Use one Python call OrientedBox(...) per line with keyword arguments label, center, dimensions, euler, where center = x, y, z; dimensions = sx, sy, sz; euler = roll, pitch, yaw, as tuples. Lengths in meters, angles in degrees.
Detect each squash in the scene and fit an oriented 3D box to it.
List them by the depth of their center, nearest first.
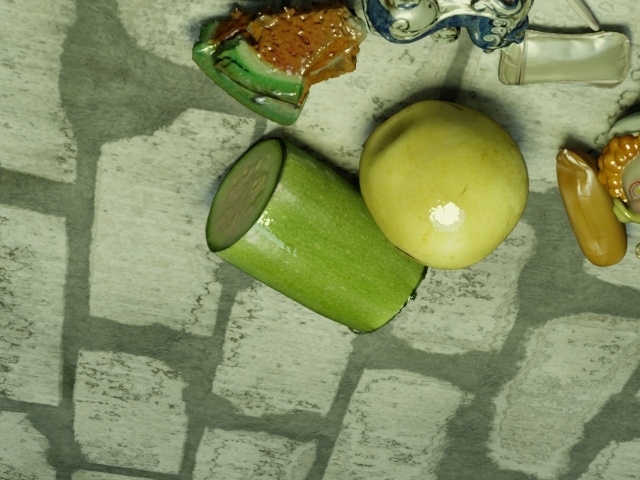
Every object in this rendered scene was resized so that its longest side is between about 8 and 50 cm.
OrientedBox(label="squash", center=(0.000, 0.000, 2.185), dimensions=(0.384, 0.263, 0.263), euler=(32, 129, -26))

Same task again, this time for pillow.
OrientedBox(label="pillow", center=(0.432, -0.322, 1.980), dimensions=(0.232, 0.038, 0.131), euler=(0, 137, 6))

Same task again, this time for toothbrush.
OrientedBox(label="toothbrush", center=(0.378, -0.451, 1.867), dimensions=(0.029, 0.025, 0.307), euler=(-24, 129, 36))

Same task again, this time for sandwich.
OrientedBox(label="sandwich", center=(-0.048, -0.310, 1.946), dimensions=(0.301, 0.162, 0.250), euler=(-26, 132, 30))

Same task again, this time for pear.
OrientedBox(label="pear", center=(0.224, -0.107, 2.042), dimensions=(0.309, 0.309, 0.309), euler=(2, 135, 2))

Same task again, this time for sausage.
OrientedBox(label="sausage", center=(0.521, -0.080, 2.167), dimensions=(0.112, 0.112, 0.328), euler=(-15, 132, 19))

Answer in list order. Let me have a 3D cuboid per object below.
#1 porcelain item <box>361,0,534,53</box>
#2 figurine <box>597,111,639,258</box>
OrientedBox(label="porcelain item", center=(0.214, -0.396, 1.874), dimensions=(0.287, 0.138, 0.186), euler=(-6, 148, 4))
OrientedBox(label="figurine", center=(0.639, -0.050, 2.048), dimensions=(0.224, 0.382, 0.205), euler=(-5, 180, 35))
